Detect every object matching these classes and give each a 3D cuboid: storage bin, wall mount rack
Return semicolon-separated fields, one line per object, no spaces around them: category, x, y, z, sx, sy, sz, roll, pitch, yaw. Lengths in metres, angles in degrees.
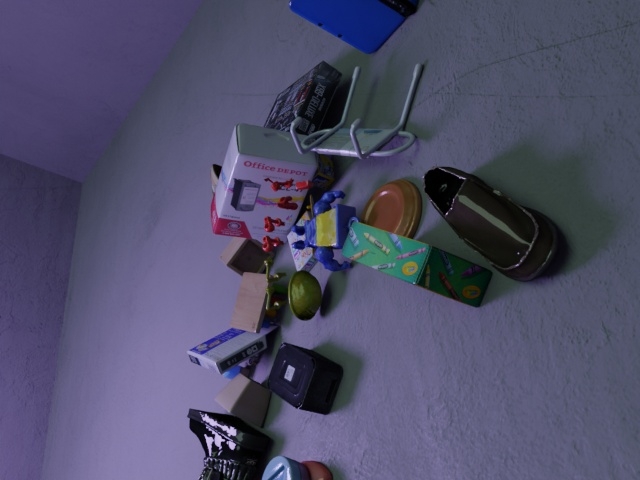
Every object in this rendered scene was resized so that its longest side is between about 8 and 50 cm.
storage bin;-0.040;0.327;1.727;0.180;0.084;0.122;15;85;58
wall mount rack;0.102;-0.318;1.814;0.350;0.130;0.304;11;42;42

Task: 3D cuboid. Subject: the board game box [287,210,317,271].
board game box;-0.039;0.006;1.971;0.103;0.026;0.154;-52;35;26

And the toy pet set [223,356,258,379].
toy pet set;-0.233;0.334;2.042;0.122;0.065;0.114;1;73;58

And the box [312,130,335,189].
box;-0.004;-0.227;2.023;0.054;0.059;0.169;-43;40;38

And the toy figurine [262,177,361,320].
toy figurine;0.000;0.000;1.760;0.217;0.191;0.363;-12;71;38

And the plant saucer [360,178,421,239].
plant saucer;0.155;-0.052;1.694;0.200;0.037;0.200;-36;44;43

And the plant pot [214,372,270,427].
plant pot;-0.194;0.414;1.906;0.096;0.109;0.109;-59;30;-9

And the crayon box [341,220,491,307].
crayon box;0.185;0.044;1.464;0.278;0.165;0.081;22;91;59

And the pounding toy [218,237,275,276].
pounding toy;-0.217;0.057;2.139;0.130;0.141;0.100;-53;32;-1

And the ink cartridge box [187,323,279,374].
ink cartridge box;-0.239;0.290;2.012;0.206;0.208;0.045;2;116;59

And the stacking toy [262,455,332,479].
stacking toy;-0.075;0.634;1.553;0.279;0.130;0.309;12;83;59

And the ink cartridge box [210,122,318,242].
ink cartridge box;-0.160;-0.148;1.988;0.306;0.226;0.131;115;155;-43

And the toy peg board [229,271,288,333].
toy peg board;-0.166;0.178;2.018;0.161;0.079;0.161;0;74;58

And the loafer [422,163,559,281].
loafer;0.298;-0.040;1.373;0.134;0.130;0.366;-62;32;11

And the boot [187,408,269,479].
boot;-0.282;0.594;1.898;0.348;0.131;0.260;6;77;58

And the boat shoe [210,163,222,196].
boat shoe;-0.323;-0.151;2.436;0.098;0.109;0.302;-54;40;21

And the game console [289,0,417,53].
game console;0.099;-0.680;1.907;0.173;0.293;0.250;-5;68;56

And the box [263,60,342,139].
box;-0.078;-0.364;2.134;0.307;0.076;0.242;-18;45;60
